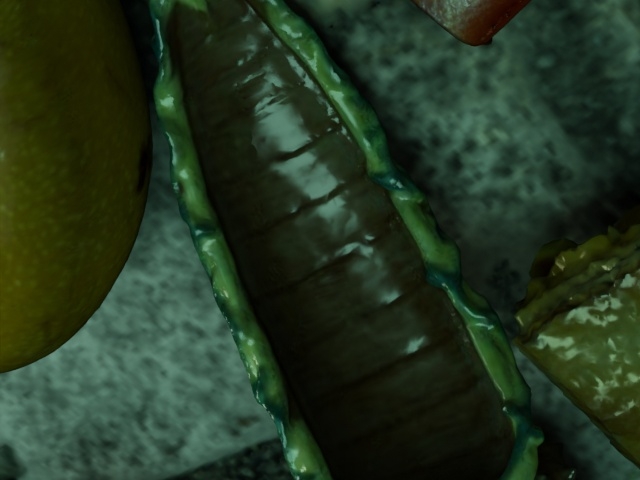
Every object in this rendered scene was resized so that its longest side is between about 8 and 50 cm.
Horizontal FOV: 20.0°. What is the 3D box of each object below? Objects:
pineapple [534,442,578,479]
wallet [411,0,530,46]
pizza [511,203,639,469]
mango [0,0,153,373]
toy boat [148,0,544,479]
[{"bbox_3d":[0.067,0.176,0.845,0.166,0.193,0.166,1,121,2],"label":"pineapple"},{"bbox_3d":[0.079,-0.185,0.671,0.142,0.045,0.204,43,122,-6],"label":"wallet"},{"bbox_3d":[0.255,0.041,0.785,0.258,0.087,0.268,-32,116,23],"label":"pizza"},{"bbox_3d":[-0.156,-0.072,0.753,0.177,0.120,0.295,11,125,11],"label":"mango"},{"bbox_3d":[-0.002,-0.003,0.772,0.108,0.099,0.293,-26,92,-2],"label":"toy boat"}]
